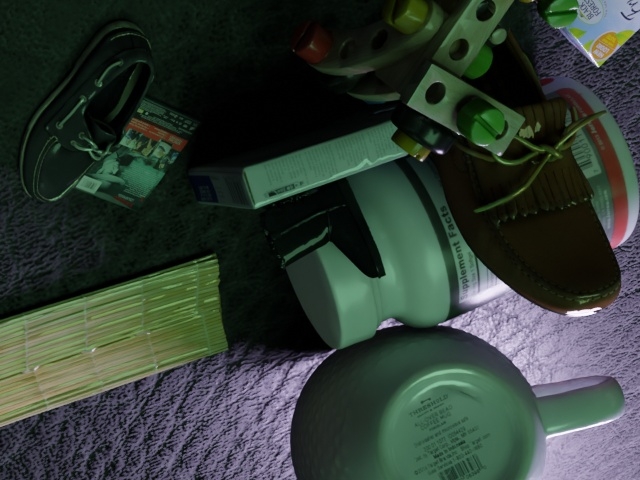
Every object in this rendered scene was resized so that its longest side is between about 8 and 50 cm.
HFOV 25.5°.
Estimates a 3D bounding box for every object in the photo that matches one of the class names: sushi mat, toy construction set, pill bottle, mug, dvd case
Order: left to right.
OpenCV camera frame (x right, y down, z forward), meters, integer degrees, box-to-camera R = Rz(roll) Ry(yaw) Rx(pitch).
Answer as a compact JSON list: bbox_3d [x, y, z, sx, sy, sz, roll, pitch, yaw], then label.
[{"bbox_3d":[-0.253,0.115,1.566,0.317,0.019,0.151,-17,135,-19],"label":"sushi mat"},{"bbox_3d":[-0.188,-0.089,1.436,0.087,0.013,0.119,21,112,-42],"label":"dvd case"},{"bbox_3d":[0.101,-0.215,1.204,0.257,0.237,0.309,-32,130,-1],"label":"toy construction set"},{"bbox_3d":[0.147,-0.028,1.560,0.363,0.210,0.210,-22,135,-14],"label":"pill bottle"},{"bbox_3d":[0.164,0.218,1.618,0.374,0.276,0.328,-13,174,-9],"label":"mug"}]

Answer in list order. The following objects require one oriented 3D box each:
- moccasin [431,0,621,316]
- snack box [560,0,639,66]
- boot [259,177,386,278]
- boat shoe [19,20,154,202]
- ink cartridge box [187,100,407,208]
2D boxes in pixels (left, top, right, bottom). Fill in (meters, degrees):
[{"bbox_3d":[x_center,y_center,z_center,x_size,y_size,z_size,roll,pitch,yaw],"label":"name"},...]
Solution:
[{"bbox_3d":[0.192,-0.099,1.394,0.139,0.380,0.147,-7,151,-19],"label":"moccasin"},{"bbox_3d":[0.324,-0.315,1.526,0.207,0.070,0.174,-43,137,10],"label":"snack box"},{"bbox_3d":[0.000,0.000,1.415,0.099,0.121,0.045,-24,164,-3],"label":"boot"},{"bbox_3d":[-0.223,-0.111,1.355,0.075,0.065,0.206,17,116,-41],"label":"boat shoe"},{"bbox_3d":[-0.001,-0.087,1.420,0.224,0.223,0.045,-21,99,-16],"label":"ink cartridge box"}]
